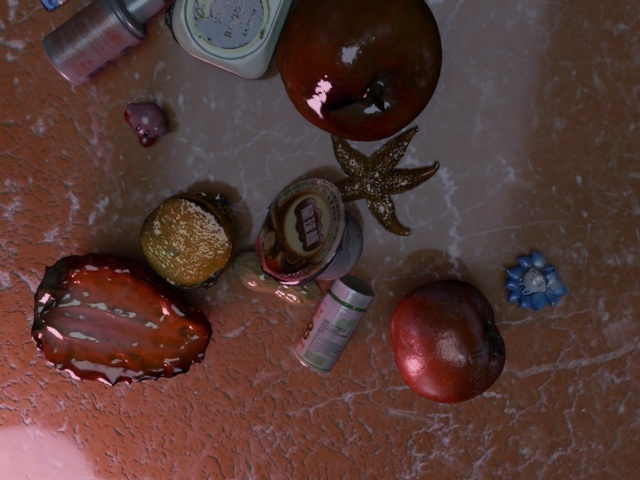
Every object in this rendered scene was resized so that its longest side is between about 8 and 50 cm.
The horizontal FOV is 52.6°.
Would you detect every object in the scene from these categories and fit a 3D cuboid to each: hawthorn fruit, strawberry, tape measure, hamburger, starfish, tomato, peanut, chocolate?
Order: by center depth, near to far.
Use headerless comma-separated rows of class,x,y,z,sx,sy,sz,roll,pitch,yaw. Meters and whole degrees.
hawthorn fruit,0.067,-0.289,1.031,0.268,0.301,0.267,-5,125,-8
tape measure,-0.148,-0.415,1.117,0.207,0.115,0.235,21,101,-7
tomato,0.223,0.180,1.180,0.189,0.232,0.232,-22,102,27
chocolate,-0.003,0.007,1.185,0.221,0.221,0.147,-41,138,12
starfish,0.108,-0.110,1.207,0.227,0.043,0.240,-29,103,11
hamburger,-0.240,0.003,1.222,0.182,0.118,0.191,-17,99,12
peanut,-0.082,0.075,1.245,0.187,0.082,0.082,22,104,0
strawberry,-0.378,0.146,1.261,0.336,0.149,0.265,16,107,-11

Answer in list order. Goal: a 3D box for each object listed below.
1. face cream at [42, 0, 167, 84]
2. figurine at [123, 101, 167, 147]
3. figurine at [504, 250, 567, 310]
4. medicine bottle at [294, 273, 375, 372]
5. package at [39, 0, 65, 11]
face cream,-0.362,-0.384,1.143,0.252,0.101,0.101,-32,99,11
figurine,-0.322,-0.223,1.197,0.083,0.071,0.067,44,61,-15
figurine,0.393,0.085,1.213,0.114,0.079,0.114,-3,79,14
medicine bottle,0.026,0.161,1.256,0.086,0.086,0.183,27,104,-3
package,-0.465,-0.527,1.154,0.173,0.027,0.171,-26,104,10
